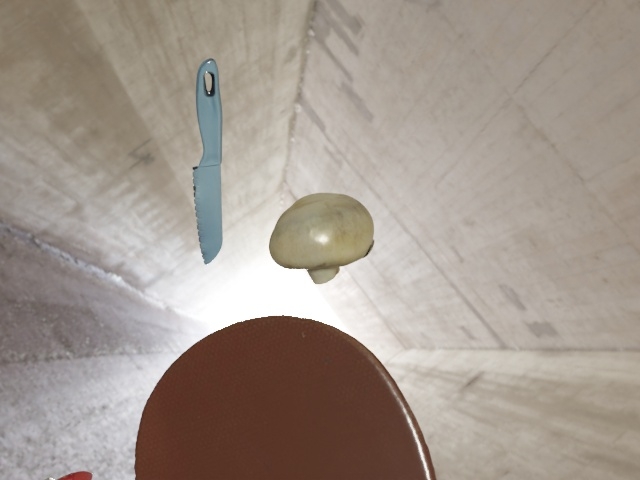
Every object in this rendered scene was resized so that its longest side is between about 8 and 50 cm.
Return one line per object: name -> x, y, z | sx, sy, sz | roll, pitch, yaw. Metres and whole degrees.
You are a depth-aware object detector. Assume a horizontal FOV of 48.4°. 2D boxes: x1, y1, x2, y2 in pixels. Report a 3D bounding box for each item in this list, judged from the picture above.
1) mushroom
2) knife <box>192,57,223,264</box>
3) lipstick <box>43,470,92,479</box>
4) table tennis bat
mushroom -> 0.000, 0.000, 0.971 | 0.154, 0.154, 0.123 | -142, -138, -62
knife -> -0.152, -0.094, 0.968 | 0.019, 0.044, 0.313 | -129, -146, -48
lipstick -> -0.348, 0.314, 0.809 | 0.063, 0.186, 0.057 | 44, -20, 52
table tennis bat -> -0.007, 0.171, 0.338 | 0.021, 0.154, 0.274 | 28, 45, -72
